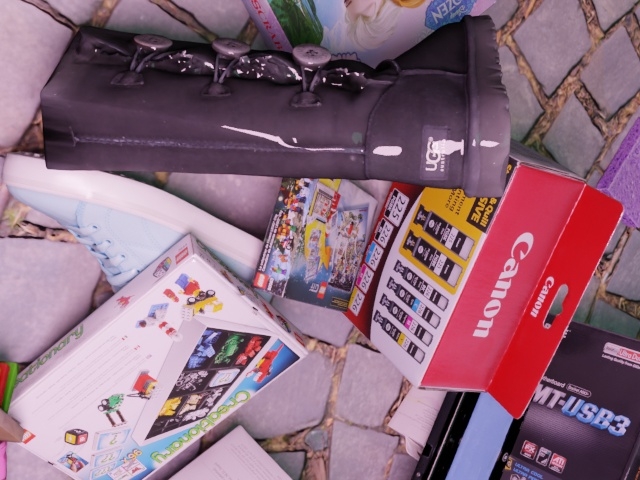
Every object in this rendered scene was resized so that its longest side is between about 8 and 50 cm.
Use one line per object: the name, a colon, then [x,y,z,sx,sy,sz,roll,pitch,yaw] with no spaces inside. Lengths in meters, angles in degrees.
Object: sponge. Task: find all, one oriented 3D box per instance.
sponge: [0.558,-0.137,1.530,0.117,0.031,0.210,42,76,-32]

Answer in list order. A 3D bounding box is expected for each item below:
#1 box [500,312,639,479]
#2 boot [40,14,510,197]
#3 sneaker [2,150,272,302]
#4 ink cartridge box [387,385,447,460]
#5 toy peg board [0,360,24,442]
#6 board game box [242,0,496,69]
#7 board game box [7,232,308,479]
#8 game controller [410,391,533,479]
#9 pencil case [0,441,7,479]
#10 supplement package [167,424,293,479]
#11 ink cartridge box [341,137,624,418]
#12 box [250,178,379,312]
box: [0.358,0.266,1.317,0.073,0.295,0.293,27,85,-36]
boot: [-0.035,-0.166,0.976,0.445,0.367,0.146,2,113,5]
sneaker: [-0.196,0.023,1.002,0.366,0.135,0.150,26,80,-34]
ink cartridge box: [0.177,0.264,1.321,0.092,0.090,0.143,43,76,-31]
toy peg board: [-0.380,0.139,0.877,0.161,0.161,0.079,8,68,-4]
board game box: [0.046,-0.357,1.129,0.318,0.066,0.318,-41,119,-19]
board game box: [-0.191,0.152,1.000,0.305,0.053,0.193,-38,122,10]
game controller: [0.214,0.288,1.255,0.166,0.067,0.319,25,86,-34]
pencil case: [-0.391,0.313,0.961,0.098,0.095,0.209,3,96,-17]
supplement package: [-0.146,0.401,1.056,0.293,0.175,0.177,-35,140,-24]
ink cartridge box: [0.191,0.027,1.132,0.130,0.272,0.309,10,109,-34]
box: [0.000,0.000,1.105,0.233,0.044,0.159,25,82,-68]
